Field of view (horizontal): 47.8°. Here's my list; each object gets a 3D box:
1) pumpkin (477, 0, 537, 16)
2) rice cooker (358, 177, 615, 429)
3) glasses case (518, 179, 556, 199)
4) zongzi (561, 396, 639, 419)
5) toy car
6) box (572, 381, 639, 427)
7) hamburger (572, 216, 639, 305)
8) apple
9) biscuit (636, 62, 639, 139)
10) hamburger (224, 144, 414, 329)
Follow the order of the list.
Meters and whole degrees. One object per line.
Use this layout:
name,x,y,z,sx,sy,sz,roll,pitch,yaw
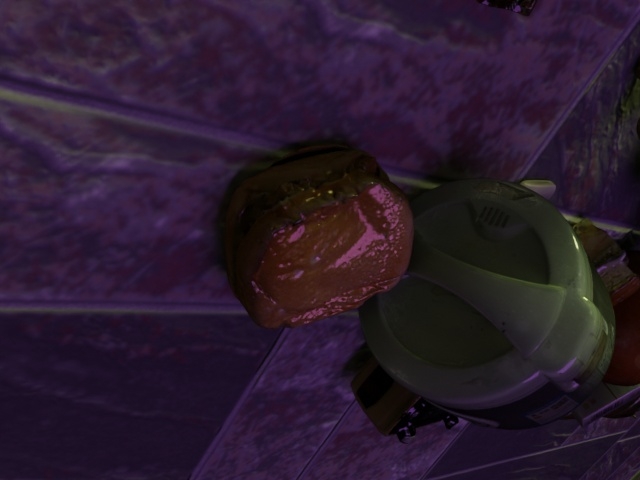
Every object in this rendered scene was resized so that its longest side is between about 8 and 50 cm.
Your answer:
pumpkin,0.189,-0.259,0.694,0.074,0.054,0.083,-2,135,-34
rice cooker,0.207,0.085,0.884,0.288,0.288,0.277,-44,145,7
glasses case,0.301,-0.069,1.018,0.083,0.021,0.032,-5,129,-38
zongzi,0.627,0.283,1.581,0.299,0.145,0.274,0,125,-32
toy car,0.158,0.228,1.131,0.101,0.124,0.256,-52,151,18
box,0.598,0.262,1.495,0.233,0.149,0.067,-30,147,-1
hamburger,0.412,0.086,1.185,0.207,0.135,0.155,-40,142,5
apple,0.566,0.148,1.303,0.253,0.253,0.254,-23,141,-20
biscuit,0.538,-0.211,0.975,0.238,0.041,0.212,12,108,-11
hamburger,0.000,0.001,0.761,0.213,0.108,0.214,-24,140,-21
